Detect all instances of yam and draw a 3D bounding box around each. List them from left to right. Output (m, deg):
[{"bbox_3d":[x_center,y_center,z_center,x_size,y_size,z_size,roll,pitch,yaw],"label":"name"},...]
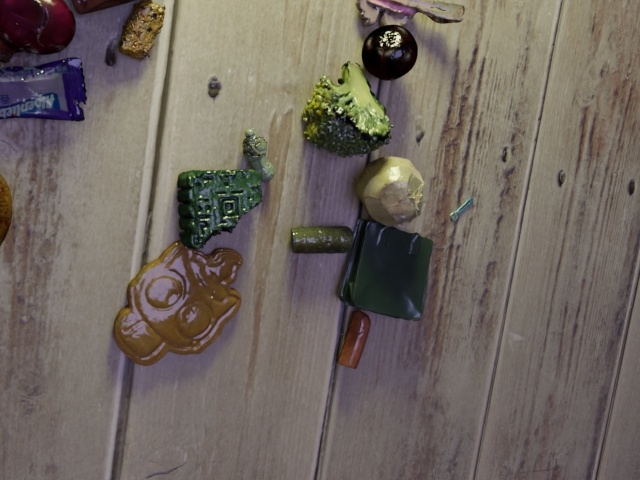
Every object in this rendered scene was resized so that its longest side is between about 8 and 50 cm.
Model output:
[{"bbox_3d":[0.000,0.000,1.753,0.179,0.078,0.078,-3,100,-23],"label":"yam"}]

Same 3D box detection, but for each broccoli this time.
[{"bbox_3d":[0.055,-0.322,1.708,0.243,0.272,0.180,17,136,-35],"label":"broccoli"}]

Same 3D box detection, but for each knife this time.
[{"bbox_3d":[0.428,-0.096,1.966,0.096,0.010,0.027,-43,113,-13],"label":"knife"}]

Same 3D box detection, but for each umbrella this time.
[{"bbox_3d":[-0.157,-0.215,1.653,0.067,0.062,0.143,-28,113,-23],"label":"umbrella"}]

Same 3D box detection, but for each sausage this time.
[{"bbox_3d":[0.100,0.275,1.855,0.065,0.065,0.169,18,90,-26],"label":"sausage"}]

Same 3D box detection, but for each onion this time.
[{"bbox_3d":[-0.615,-0.451,1.365,0.173,0.135,0.198,37,85,-22],"label":"onion"}]

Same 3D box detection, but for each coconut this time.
[{"bbox_3d":[0.189,-0.138,1.758,0.195,0.194,0.194,-4,100,-24],"label":"coconut"}]

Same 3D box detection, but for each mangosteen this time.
[{"bbox_3d":[0.185,-0.489,1.724,0.153,0.152,0.152,-4,100,-24],"label":"mangosteen"}]

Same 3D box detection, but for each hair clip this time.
[{"bbox_3d":[0.238,-0.633,1.756,0.301,0.069,0.172,9,93,-15],"label":"hair clip"}]

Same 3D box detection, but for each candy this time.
[{"bbox_3d":[-0.648,-0.320,1.400,0.276,0.070,0.145,-8,121,-22],"label":"candy"}]

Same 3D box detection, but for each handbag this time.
[{"bbox_3d":[0.193,0.083,1.845,0.248,0.079,0.259,17,85,-28],"label":"handbag"}]

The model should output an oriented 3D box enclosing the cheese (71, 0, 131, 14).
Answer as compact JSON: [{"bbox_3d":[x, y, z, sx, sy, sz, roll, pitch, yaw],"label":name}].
[{"bbox_3d":[-0.432,-0.594,1.422,0.177,0.203,0.128,-39,114,-48],"label":"cheese"}]

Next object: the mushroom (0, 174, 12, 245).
[{"bbox_3d":[-0.788,-0.059,1.318,0.283,0.195,0.263,-24,100,-36],"label":"mushroom"}]

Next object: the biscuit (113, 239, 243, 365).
[{"bbox_3d":[-0.342,0.157,1.640,0.376,0.051,0.269,-43,114,-13],"label":"biscuit"}]

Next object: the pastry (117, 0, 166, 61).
[{"bbox_3d":[-0.409,-0.485,1.496,0.080,0.056,0.140,18,89,-37],"label":"pastry"}]

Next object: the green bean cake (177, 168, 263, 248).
[{"bbox_3d":[-0.239,-0.082,1.604,0.209,0.107,0.193,-6,90,-28],"label":"green bean cake"}]
